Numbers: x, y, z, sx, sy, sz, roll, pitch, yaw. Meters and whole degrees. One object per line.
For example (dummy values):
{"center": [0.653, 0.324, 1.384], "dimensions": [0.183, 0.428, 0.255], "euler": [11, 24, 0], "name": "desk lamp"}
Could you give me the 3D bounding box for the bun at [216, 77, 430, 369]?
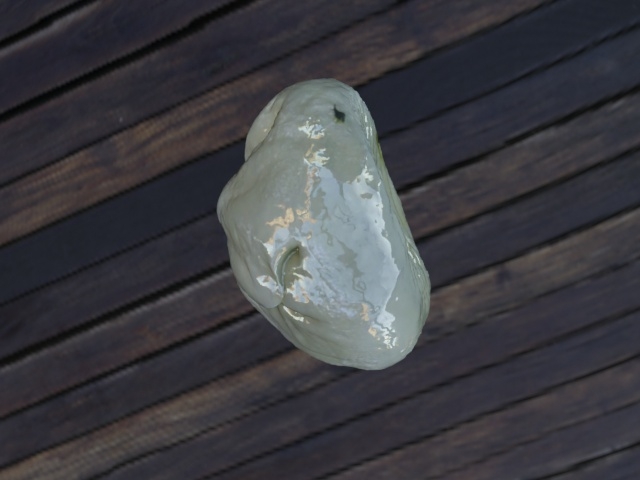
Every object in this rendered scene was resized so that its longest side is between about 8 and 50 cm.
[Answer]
{"center": [0.000, 0.000, 1.031], "dimensions": [0.160, 0.259, 0.259], "euler": [-22, 117, 6], "name": "bun"}
